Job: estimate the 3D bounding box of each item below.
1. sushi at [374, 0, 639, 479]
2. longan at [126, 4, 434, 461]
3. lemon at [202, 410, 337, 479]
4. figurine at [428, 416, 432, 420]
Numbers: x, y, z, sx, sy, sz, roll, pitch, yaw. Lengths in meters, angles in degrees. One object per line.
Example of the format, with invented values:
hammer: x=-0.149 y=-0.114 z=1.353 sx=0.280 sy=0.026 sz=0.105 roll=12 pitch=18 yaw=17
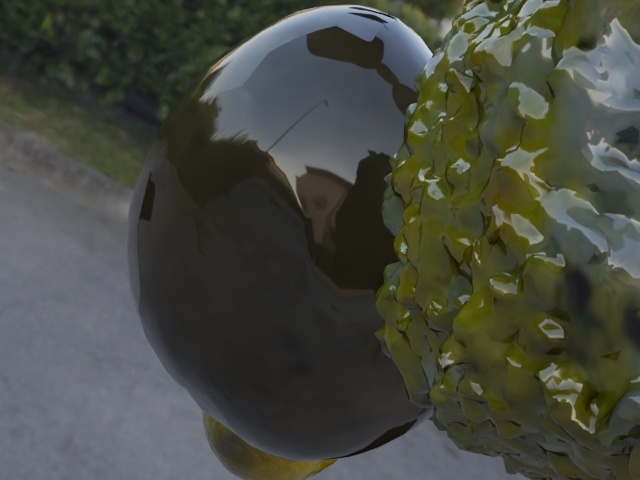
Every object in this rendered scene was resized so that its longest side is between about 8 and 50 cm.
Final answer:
sushi: x=0.236 y=-0.005 z=0.584 sx=0.396 sy=0.351 sz=0.240 roll=29 pitch=-11 yaw=-14
longan: x=0.000 y=0.000 z=0.971 sx=0.336 sy=0.405 sz=0.404 roll=14 pitch=5 yaw=18
lemon: x=-0.042 y=0.188 z=1.214 sx=0.170 sy=0.207 sz=0.170 roll=16 pitch=59 yaw=-29
figurine: x=0.198 y=0.213 z=1.508 sx=0.196 sy=0.108 sz=0.114 roll=12 pitch=-21 yaw=-20
